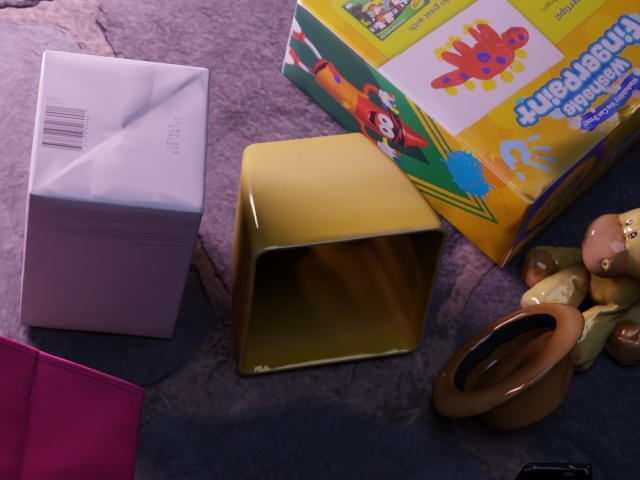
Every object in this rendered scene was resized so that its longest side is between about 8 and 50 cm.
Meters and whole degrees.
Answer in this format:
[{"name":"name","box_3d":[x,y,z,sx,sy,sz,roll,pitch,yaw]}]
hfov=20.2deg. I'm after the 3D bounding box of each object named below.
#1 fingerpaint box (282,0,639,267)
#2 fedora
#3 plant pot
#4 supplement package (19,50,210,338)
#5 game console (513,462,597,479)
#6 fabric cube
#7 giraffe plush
[{"name":"fingerpaint box","box_3d":[0.241,-0.245,2.187,0.371,0.163,0.445,42,62,14]},{"name":"fedora","box_3d":[0.219,0.150,1.986,0.194,0.194,0.079,-44,112,-28]},{"name":"plant pot","box_3d":[0.000,0.000,1.989,0.212,0.212,0.187,-7,50,-14]},{"name":"supplement package","box_3d":[-0.222,-0.040,1.906,0.175,0.293,0.178,5,60,-9]},{"name":"game console","box_3d":[0.257,0.289,1.911,0.107,0.122,0.071,2,61,-10]},{"name":"fabric cube","box_3d":[-0.347,0.255,1.693,0.259,0.254,0.258,24,55,-32]},{"name":"giraffe plush","box_3d":[0.345,0.030,2.046,0.210,0.170,0.181,-22,67,-21]}]
